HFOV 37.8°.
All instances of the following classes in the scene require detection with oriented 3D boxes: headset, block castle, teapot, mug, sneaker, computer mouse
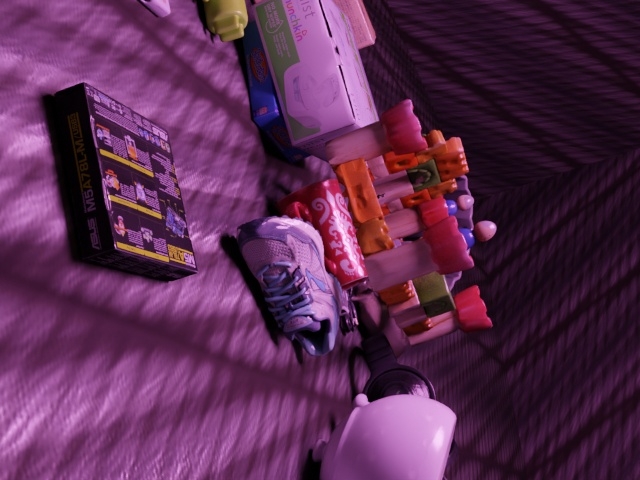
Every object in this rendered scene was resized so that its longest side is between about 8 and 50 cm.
[{"bbox_3d":[0.134,0.342,1.651,0.394,0.185,0.243,-112,178,-53],"label":"headset"},{"bbox_3d":[0.183,-0.019,1.596,0.453,0.213,0.303,53,18,-66],"label":"block castle"},{"bbox_3d":[0.077,0.328,1.324,0.256,0.187,0.252,78,29,-67],"label":"teapot"},{"bbox_3d":[-0.004,0.003,1.508,0.150,0.113,0.169,-16,79,-42],"label":"mug"},{"bbox_3d":[-0.033,0.071,1.353,0.283,0.110,0.122,54,27,-48],"label":"sneaker"},{"bbox_3d":[0.024,0.098,1.644,0.193,0.042,0.106,47,33,-68],"label":"computer mouse"}]

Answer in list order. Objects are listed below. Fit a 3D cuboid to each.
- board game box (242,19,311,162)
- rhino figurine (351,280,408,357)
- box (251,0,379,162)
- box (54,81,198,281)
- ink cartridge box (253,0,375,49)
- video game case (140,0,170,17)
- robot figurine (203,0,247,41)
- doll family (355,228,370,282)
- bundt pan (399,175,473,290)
[{"bbox_3d":[-0.080,-0.268,1.674,0.160,0.047,0.210,46,29,-58],"label":"board game box"},{"bbox_3d":[0.108,0.137,1.828,0.106,0.073,0.243,-93,158,-51],"label":"rhino figurine"},{"bbox_3d":[0.005,-0.290,1.660,0.231,0.127,0.262,5,68,-73],"label":"box"},{"bbox_3d":[-0.207,-0.057,1.014,0.191,0.045,0.184,26,51,-70],"label":"box"},{"bbox_3d":[-0.022,-0.463,1.816,0.088,0.193,0.234,-74,144,-67],"label":"ink cartridge box"},{"bbox_3d":[-0.267,-0.424,1.248,0.183,0.023,0.201,31,43,-67],"label":"video game case"},{"bbox_3d":[-0.154,-0.377,1.501,0.101,0.067,0.115,51,25,-66],"label":"robot figurine"},{"bbox_3d":[0.098,0.045,1.892,0.111,0.076,0.193,-100,166,-44],"label":"doll family"},{"bbox_3d":[0.215,-0.030,2.109,0.331,0.124,0.331,-9,101,-52],"label":"bundt pan"}]
